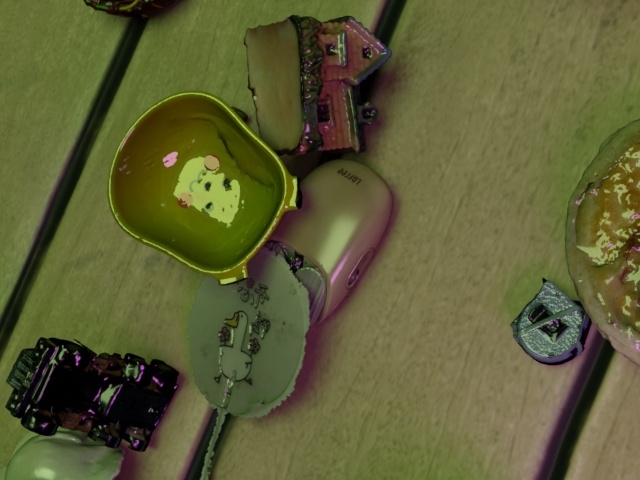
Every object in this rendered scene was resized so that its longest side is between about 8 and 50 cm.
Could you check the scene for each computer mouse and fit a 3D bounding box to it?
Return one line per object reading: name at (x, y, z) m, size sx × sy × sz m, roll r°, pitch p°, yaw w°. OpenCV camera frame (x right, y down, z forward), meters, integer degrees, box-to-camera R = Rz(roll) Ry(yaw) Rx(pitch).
computer mouse at (0.000, 0.000, 1.478) m, size 0.145 × 0.082 × 0.237 m, roll 35°, pitch 93°, yaw 28°

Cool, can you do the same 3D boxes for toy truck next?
toy truck at (-0.316, 0.198, 1.484) m, size 0.127 × 0.257 × 0.127 m, roll 28°, pitch 91°, yaw 32°

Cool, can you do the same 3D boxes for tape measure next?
tape measure at (0.285, 0.104, 1.326) m, size 0.091 × 0.054 × 0.094 m, roll 29°, pitch 82°, yaw 27°

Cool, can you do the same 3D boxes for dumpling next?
dumpling at (-0.375, 0.324, 1.570) m, size 0.228 × 0.124 × 0.151 m, roll -8°, pitch 35°, yaw 18°

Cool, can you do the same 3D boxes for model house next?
model house at (0.010, -0.207, 1.477) m, size 0.166 × 0.172 × 0.183 m, roll 7°, pitch 101°, yaw 60°

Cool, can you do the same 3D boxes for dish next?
dish at (-0.148, -0.069, 1.486) m, size 0.262 × 0.108 × 0.221 m, roll 36°, pitch 96°, yaw 15°

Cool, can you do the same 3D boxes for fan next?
fan at (-0.126, 0.207, 1.495) m, size 0.233 × 0.012 × 0.415 m, roll 23°, pitch 99°, yaw 43°

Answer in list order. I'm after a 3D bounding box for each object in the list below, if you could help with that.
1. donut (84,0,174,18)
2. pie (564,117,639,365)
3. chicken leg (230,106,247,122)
donut at (-0.284, -0.457, 1.726) m, size 0.235 × 0.089 × 0.235 m, roll -7°, pitch 74°, yaw 25°
pie at (0.440, -0.004, 1.253) m, size 0.339 × 0.077 × 0.339 m, roll -4°, pitch 77°, yaw 18°
chicken leg at (-0.145, -0.109, 1.590) m, size 0.093 × 0.070 × 0.178 m, roll 13°, pitch 74°, yaw 28°
